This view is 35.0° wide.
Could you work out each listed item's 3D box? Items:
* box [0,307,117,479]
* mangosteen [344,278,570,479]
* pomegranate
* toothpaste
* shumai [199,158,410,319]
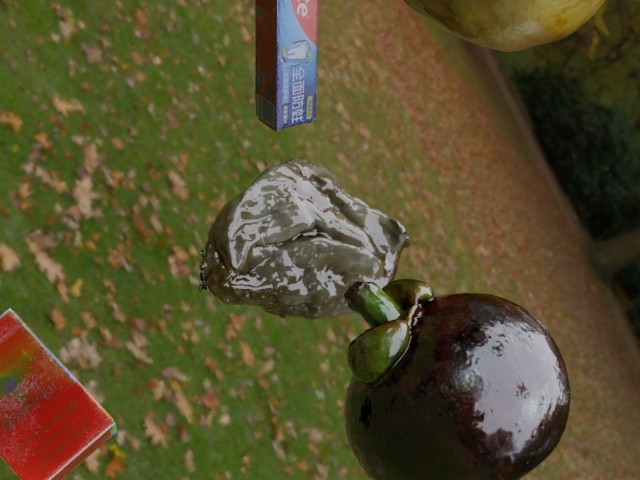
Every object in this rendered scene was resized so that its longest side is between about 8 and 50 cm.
[{"bbox_3d":[-0.314,0.172,1.074,0.175,0.112,0.048,46,-22,10],"label":"box"},{"bbox_3d":[0.117,0.132,0.934,0.216,0.216,0.216,56,16,-26],"label":"mangosteen"},{"bbox_3d":[0.160,-0.272,0.848,0.233,0.233,0.233,56,16,-26],"label":"pomegranate"},{"bbox_3d":[-0.050,-0.324,1.508,0.066,0.076,0.320,39,-42,44],"label":"toothpaste"},{"bbox_3d":[0.001,-0.004,1.132,0.218,0.185,0.184,9,80,-64],"label":"shumai"}]
